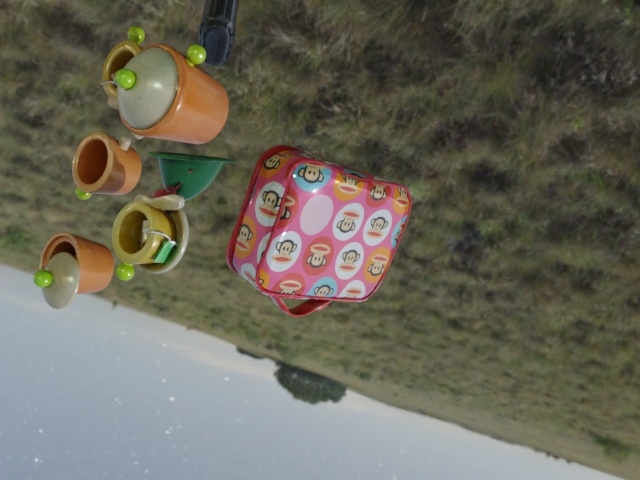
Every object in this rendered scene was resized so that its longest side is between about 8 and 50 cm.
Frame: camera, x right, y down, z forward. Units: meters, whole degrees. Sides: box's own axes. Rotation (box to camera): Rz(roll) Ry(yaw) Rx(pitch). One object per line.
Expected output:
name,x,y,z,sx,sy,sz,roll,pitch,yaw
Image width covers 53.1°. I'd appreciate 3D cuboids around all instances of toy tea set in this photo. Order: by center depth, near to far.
toy tea set,-0.231,-0.076,0.701,0.199,0.336,0.124,19,-177,33

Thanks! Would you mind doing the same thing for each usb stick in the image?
usb stick,-0.128,-0.339,0.854,0.045,0.278,0.077,11,139,-14

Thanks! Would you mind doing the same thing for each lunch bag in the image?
lunch bag,0.000,0.000,1.037,0.293,0.258,0.120,12,-169,-44

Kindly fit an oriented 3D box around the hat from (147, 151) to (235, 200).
hat,-0.284,-0.088,1.337,0.208,0.184,0.173,10,-171,29
